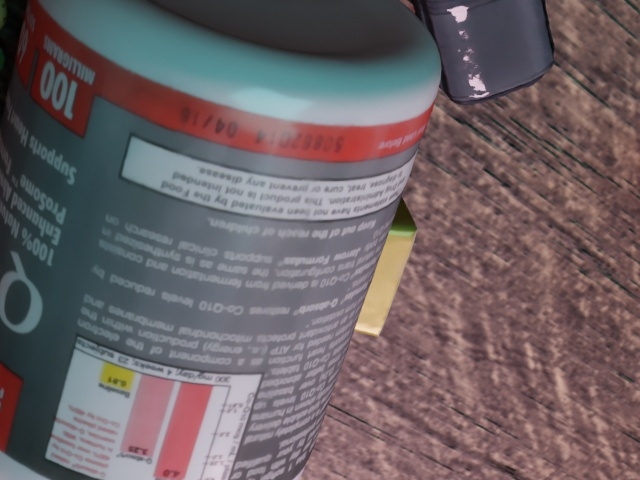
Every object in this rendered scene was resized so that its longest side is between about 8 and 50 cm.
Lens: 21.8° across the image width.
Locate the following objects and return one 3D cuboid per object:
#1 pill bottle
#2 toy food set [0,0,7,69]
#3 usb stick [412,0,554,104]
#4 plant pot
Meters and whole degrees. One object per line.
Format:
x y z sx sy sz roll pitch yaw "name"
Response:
-0.085 0.030 0.894 0.210 0.210 0.363 3 119 -29 "pill bottle"
-0.206 -0.103 0.870 0.083 0.020 0.083 -4 125 -25 "toy food set"
0.075 -0.194 0.925 0.077 0.045 0.278 -14 131 5 "usb stick"
0.000 0.000 1.016 0.083 0.081 0.081 8 120 -20 "plant pot"
